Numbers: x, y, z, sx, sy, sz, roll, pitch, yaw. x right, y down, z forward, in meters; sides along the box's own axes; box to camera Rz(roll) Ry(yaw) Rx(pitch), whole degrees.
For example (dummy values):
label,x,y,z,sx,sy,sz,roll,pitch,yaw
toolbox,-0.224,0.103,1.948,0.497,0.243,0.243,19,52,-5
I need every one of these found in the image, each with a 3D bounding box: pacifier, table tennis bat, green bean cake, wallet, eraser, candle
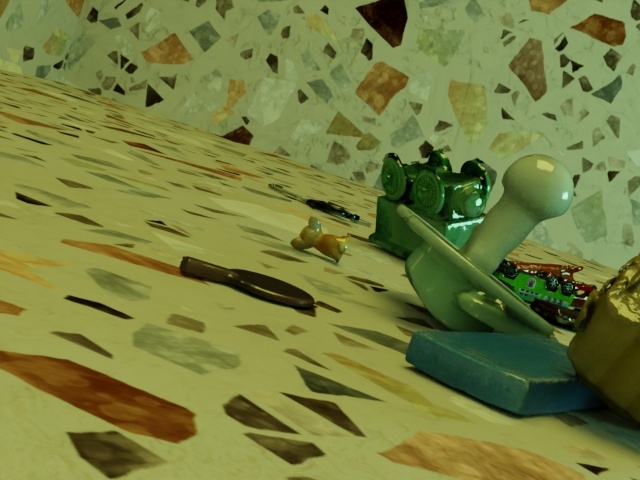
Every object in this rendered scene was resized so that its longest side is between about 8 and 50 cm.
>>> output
label,x,y,z,sx,sy,sz,roll,pitch,yaw
pacifier,0.250,0.007,1.508,0.288,0.269,0.343,39,8,-8
table tennis bat,-0.068,0.002,1.296,0.169,0.119,0.107,16,6,-27
green bean cake,0.396,0.112,1.173,0.229,0.131,0.224,37,42,17
wallet,0.477,0.146,1.906,0.232,0.031,0.122,17,6,-15
eraser,0.230,0.145,1.232,0.144,0.043,0.311,23,9,35
candle,0.417,0.079,2.184,0.301,0.084,0.059,8,-22,-22

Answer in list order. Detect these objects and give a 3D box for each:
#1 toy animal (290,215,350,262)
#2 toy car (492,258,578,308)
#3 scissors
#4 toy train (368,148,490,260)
label,x,y,z,sx,sy,sz,roll,pitch,yaw
toy animal,0.000,0.000,1.757,0.083,0.061,0.081,26,5,-2
toy car,0.391,0.083,2.057,0.165,0.063,0.071,17,6,-12
scissors,-0.028,-0.095,2.579,0.109,0.022,0.300,16,6,-44
toy train,0.209,-0.062,2.080,0.145,0.202,0.266,-9,20,-29
